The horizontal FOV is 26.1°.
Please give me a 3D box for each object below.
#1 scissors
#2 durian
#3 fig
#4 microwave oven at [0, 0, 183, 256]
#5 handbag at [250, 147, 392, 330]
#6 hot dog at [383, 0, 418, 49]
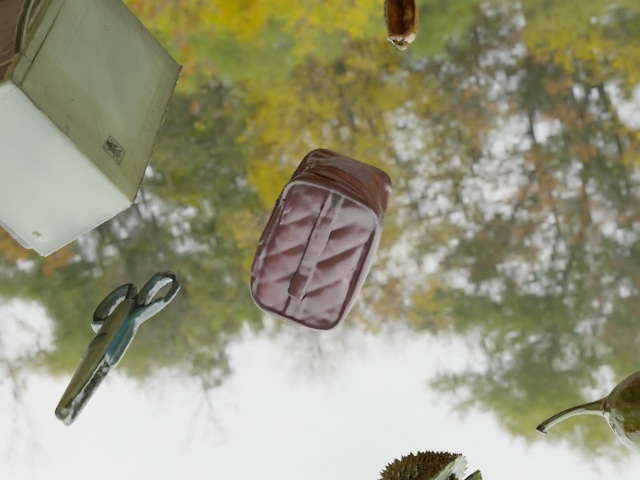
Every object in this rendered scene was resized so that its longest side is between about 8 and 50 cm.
[{"bbox_3d":[-0.268,0.133,1.744,0.138,0.041,0.289,-18,-155,28],"label":"scissors"},{"bbox_3d":[0.152,0.449,2.307,0.237,0.193,0.138,-7,180,-24],"label":"durian"},{"bbox_3d":[0.394,0.234,1.827,0.236,0.124,0.124,-9,-164,39],"label":"fig"},{"bbox_3d":[-0.447,-0.229,2.285,0.247,0.333,0.394,-26,-149,27],"label":"microwave oven"},{"bbox_3d":[0.000,0.000,1.813,0.146,0.225,0.135,23,-153,0],"label":"handbag"},{"bbox_3d":[0.109,-0.302,1.875,0.049,0.037,0.122,-7,-132,11],"label":"hot dog"}]
